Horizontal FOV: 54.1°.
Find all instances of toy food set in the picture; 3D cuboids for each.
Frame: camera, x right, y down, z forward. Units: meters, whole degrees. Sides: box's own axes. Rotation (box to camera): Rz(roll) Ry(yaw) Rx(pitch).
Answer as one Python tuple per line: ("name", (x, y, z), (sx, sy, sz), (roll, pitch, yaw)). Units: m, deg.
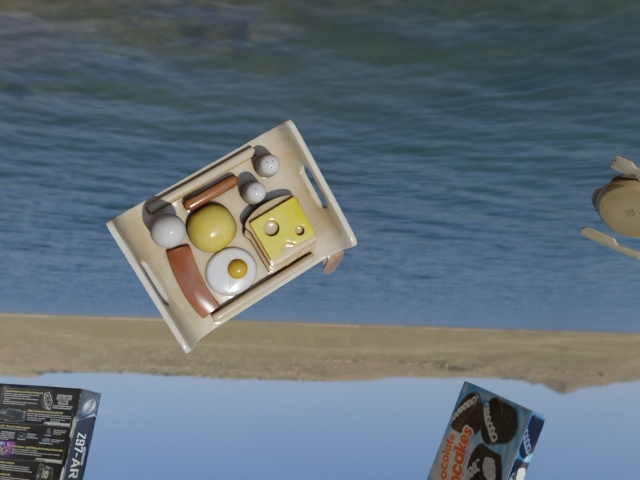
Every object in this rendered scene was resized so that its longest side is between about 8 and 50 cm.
("toy food set", (0.538, -0.060, 1.082), (0.132, 0.038, 0.192), (29, 146, 23))
("toy food set", (-0.120, -0.010, 0.919), (0.306, 0.219, 0.092), (-32, -170, -13))

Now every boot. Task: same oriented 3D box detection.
("boot", (0.000, 0.000, 1.098), (0.042, 0.087, 0.118), (-32, 158, -27))

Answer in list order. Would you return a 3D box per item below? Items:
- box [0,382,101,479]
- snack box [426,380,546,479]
("box", (-0.166, 0.112, 0.339), (0.083, 0.067, 0.018), (-1, 158, 15))
("snack box", (0.330, 0.483, 1.322), (0.060, 0.322, 0.187), (26, 174, -34))
